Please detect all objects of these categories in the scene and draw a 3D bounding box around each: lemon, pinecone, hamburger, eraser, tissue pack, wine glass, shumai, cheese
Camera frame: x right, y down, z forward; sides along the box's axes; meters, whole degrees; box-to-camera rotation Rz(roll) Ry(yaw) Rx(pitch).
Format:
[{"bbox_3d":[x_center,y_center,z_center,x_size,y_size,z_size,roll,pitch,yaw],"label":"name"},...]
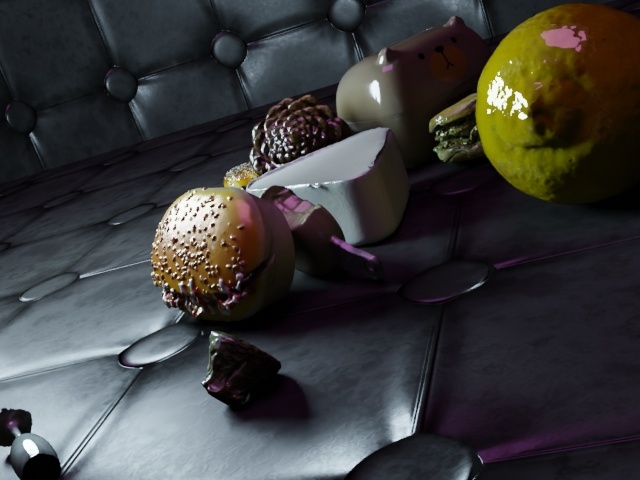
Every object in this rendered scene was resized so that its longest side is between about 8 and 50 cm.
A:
[{"bbox_3d":[0.420,-0.219,1.491,0.347,0.348,0.348,-18,17,6],"label":"lemon"},{"bbox_3d":[-0.040,-0.195,2.085,0.244,0.244,0.309,-19,0,2],"label":"pinecone"},{"bbox_3d":[-0.174,0.022,1.564,0.151,0.227,0.295,-3,1,-38],"label":"hamburger"},{"bbox_3d":[0.060,-0.109,1.836,0.331,0.150,0.331,-20,18,7],"label":"eraser"},{"bbox_3d":[0.313,-0.234,1.989,0.159,0.131,0.185,-26,9,9],"label":"hamburger"},{"bbox_3d":[0.230,-0.350,2.177,0.387,0.277,0.267,-29,17,-32],"label":"tissue pack"},{"bbox_3d":[-0.170,-0.139,2.260,0.164,0.093,0.189,-14,20,14],"label":"hamburger"},{"bbox_3d":[-0.406,0.286,1.267,0.066,0.066,0.198,-27,19,-23],"label":"wine glass"},{"bbox_3d":[-0.115,0.182,1.261,0.099,0.124,0.087,17,76,32],"label":"shumai"},{"bbox_3d":[0.000,0.000,1.574,0.286,0.163,0.082,22,58,43],"label":"cheese"}]
